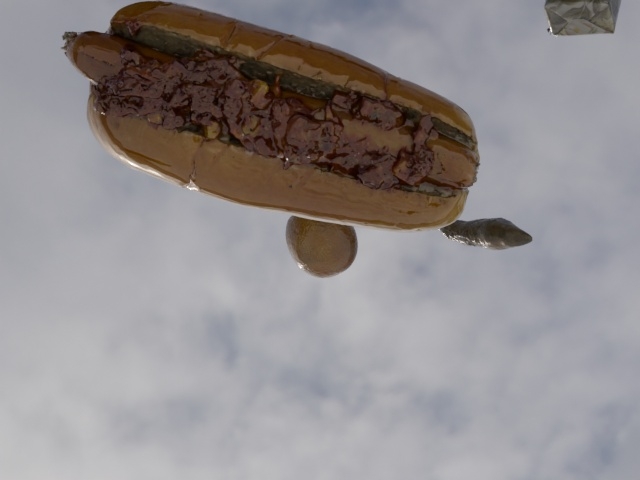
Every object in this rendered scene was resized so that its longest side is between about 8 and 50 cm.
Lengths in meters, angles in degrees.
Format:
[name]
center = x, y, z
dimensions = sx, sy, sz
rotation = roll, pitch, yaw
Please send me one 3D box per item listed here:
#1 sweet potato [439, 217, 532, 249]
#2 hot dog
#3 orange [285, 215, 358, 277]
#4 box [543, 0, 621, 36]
[sweet potato]
center = 0.174, -0.012, 1.564
dimensions = 0.038, 0.153, 0.041
rotation = 8, -83, -48
[hot dog]
center = -0.033, -0.067, 0.785
dimensions = 0.249, 0.076, 0.102
rotation = 18, -78, 6
[orange]
center = 0.000, 0.000, 1.494
dimensions = 0.085, 0.085, 0.085
rotation = -9, -51, -11
[box]
center = 0.235, -0.227, 1.233
dimensions = 0.062, 0.098, 0.045
rotation = 5, -33, 26
